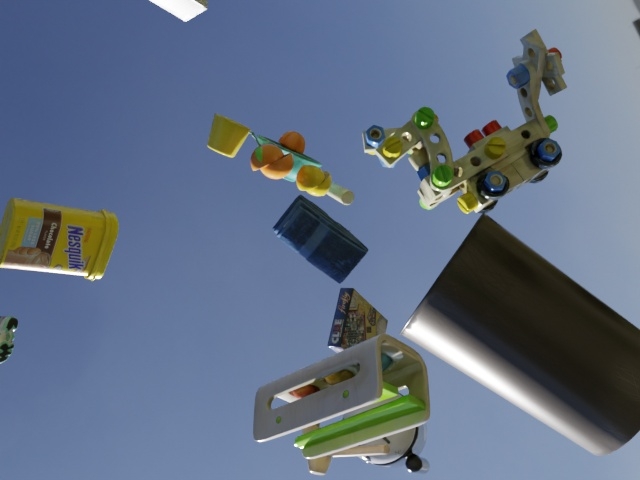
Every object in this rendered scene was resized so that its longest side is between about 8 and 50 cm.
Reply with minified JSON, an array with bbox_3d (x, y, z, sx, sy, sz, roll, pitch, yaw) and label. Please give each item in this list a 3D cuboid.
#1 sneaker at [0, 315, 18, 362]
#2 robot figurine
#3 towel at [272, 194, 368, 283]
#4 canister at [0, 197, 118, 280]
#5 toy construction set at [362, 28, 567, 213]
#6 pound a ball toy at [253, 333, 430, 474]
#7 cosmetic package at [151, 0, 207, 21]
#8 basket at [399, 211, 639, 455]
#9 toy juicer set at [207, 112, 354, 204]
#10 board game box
[{"bbox_3d":[-0.669,0.204,1.280,0.038,0.069,0.098,42,-126,-57],"label":"sneaker"},{"bbox_3d":[0.151,0.439,1.439,0.278,0.209,0.173,50,-135,-61],"label":"robot figurine"},{"bbox_3d":[0.000,0.000,0.804,0.119,0.067,0.029,38,-165,-6],"label":"towel"},{"bbox_3d":[-0.449,-0.002,1.052,0.170,0.126,0.073,10,-155,-39],"label":"canister"},{"bbox_3d":[0.248,-0.167,0.964,0.215,0.328,0.151,58,-176,15],"label":"toy construction set"},{"bbox_3d":[0.039,0.276,1.036,0.208,0.319,0.136,32,-137,-34],"label":"pound a ball toy"},{"bbox_3d":[-0.246,-0.498,1.026,0.099,0.060,0.239,18,-117,-54],"label":"cosmetic package"},{"bbox_3d":[0.218,0.098,0.633,0.227,0.154,0.204,34,171,12],"label":"basket"},{"bbox_3d":[-0.035,-0.148,1.150,0.209,0.089,0.329,31,-170,36],"label":"toy juicer set"},{"bbox_3d":[0.107,0.251,1.688,0.243,0.042,0.165,45,-128,-50],"label":"board game box"}]
